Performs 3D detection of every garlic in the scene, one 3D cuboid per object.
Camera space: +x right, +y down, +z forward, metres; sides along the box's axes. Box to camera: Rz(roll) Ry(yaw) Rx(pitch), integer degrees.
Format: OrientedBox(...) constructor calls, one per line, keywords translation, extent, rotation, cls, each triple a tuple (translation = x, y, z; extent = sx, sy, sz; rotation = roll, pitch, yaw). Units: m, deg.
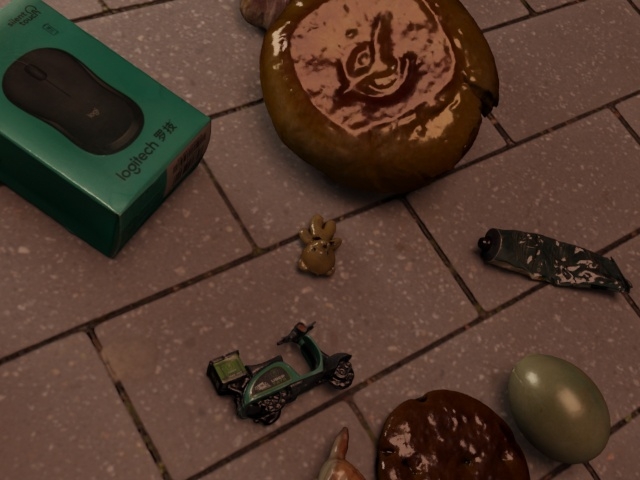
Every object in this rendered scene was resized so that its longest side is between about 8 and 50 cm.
OrientedBox(translation=(-0.054, -0.394, 1.307), extent=(0.147, 0.102, 0.159), rotation=(45, 57, 8), cls="garlic")

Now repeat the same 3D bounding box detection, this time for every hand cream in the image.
OrientedBox(translation=(0.348, 0.026, 1.238), extent=(0.248, 0.052, 0.075), rotation=(11, 59, -14), cls="hand cream")

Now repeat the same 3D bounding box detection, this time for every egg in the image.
OrientedBox(translation=(0.306, 0.216, 1.075), extent=(0.114, 0.114, 0.152), rotation=(-23, 72, -29), cls="egg")

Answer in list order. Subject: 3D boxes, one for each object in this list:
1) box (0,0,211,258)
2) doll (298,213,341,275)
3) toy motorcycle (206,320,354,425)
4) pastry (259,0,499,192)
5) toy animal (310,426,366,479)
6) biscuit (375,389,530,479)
OrientedBox(translation=(-0.323, -0.152, 1.059), extent=(0.311, 0.118, 0.205), rotation=(35, 54, 2), cls="box")
OrientedBox(translation=(-0.003, 0.006, 1.139), extent=(0.061, 0.051, 0.093), rotation=(17, 28, -9), cls="doll")
OrientedBox(translation=(-0.042, 0.160, 1.017), extent=(0.173, 0.058, 0.100), rotation=(-19, 64, -26), cls="toy motorcycle")
OrientedBox(translation=(0.084, -0.232, 1.207), extent=(0.356, 0.164, 0.356), rotation=(1, 79, -7), cls="pastry")
OrientedBox(translation=(0.068, 0.323, 0.941), extent=(0.185, 0.104, 0.184), rotation=(28, 46, 3), cls="toy animal")
OrientedBox(translation=(0.168, 0.287, 1.030), extent=(0.212, 0.036, 0.212), rotation=(9, 59, -15), cls="biscuit")
